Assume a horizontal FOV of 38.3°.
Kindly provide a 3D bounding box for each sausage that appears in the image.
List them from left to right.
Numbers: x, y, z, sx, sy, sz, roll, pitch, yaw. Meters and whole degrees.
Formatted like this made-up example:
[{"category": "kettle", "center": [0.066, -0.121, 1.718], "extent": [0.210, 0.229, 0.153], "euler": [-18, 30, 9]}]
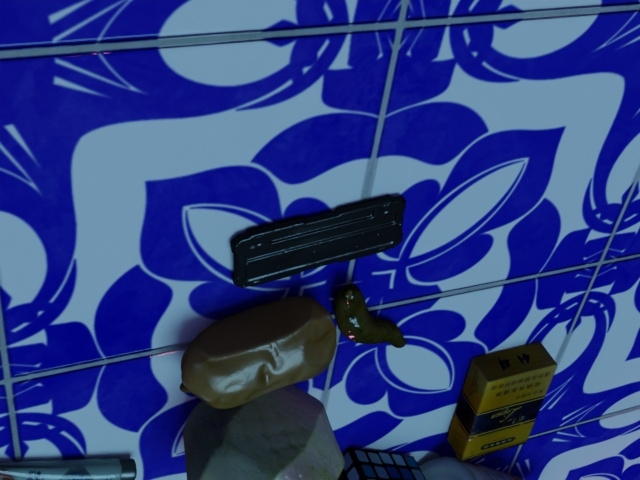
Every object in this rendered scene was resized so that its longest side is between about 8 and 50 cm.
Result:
[{"category": "sausage", "center": [-0.089, 0.164, 1.326], "extent": [0.241, 0.120, 0.136], "euler": [-16, 132, -17]}]

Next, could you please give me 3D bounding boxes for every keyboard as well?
[{"category": "keyboard", "center": [0.000, 0.000, 1.298], "extent": [0.262, 0.016, 0.106], "euler": [-15, 135, -17]}]

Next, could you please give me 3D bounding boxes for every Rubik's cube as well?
[{"category": "Rubik's cube", "center": [0.099, 0.518, 1.718], "extent": [0.184, 0.187, 0.182], "euler": [18, 120, -36]}]

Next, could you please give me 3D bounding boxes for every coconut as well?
[{"category": "coconut", "center": [-0.101, 0.335, 1.404], "extent": [0.259, 0.259, 0.259], "euler": [-15, 135, -16]}]

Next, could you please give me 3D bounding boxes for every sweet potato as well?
[{"category": "sweet potato", "center": [0.069, 0.131, 1.433], "extent": [0.069, 0.059, 0.249], "euler": [-47, 141, -1]}]

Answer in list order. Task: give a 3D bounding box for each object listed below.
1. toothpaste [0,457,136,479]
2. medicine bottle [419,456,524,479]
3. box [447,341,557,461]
[{"category": "toothpaste", "center": [-0.398, 0.353, 1.397], "extent": [0.239, 0.039, 0.062], "euler": [6, 133, -30]}, {"category": "medicine bottle", "center": [0.345, 0.574, 1.886], "extent": [0.371, 0.211, 0.211], "euler": [26, 114, -43]}, {"category": "box", "center": [0.339, 0.306, 1.739], "extent": [0.152, 0.070, 0.237], "euler": [-10, 131, -21]}]
